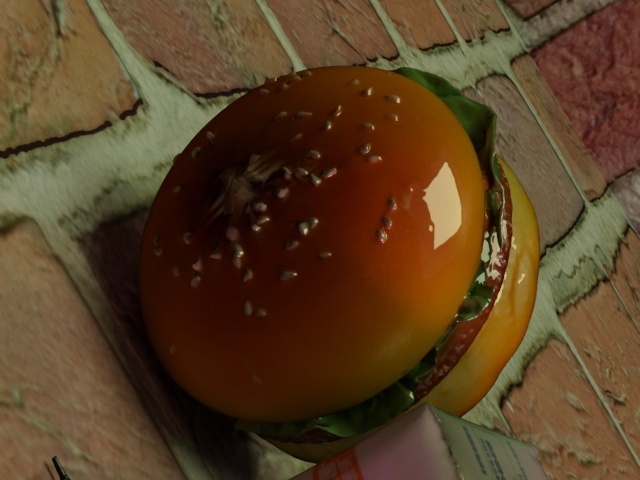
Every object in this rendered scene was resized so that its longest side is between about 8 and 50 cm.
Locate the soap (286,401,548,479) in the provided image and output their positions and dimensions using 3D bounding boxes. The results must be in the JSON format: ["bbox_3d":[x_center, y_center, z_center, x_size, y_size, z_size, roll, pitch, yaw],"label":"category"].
[{"bbox_3d":[0.041,0.211,0.975,0.138,0.182,0.199,29,34,-56],"label":"soap"}]

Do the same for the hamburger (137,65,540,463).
[{"bbox_3d":[-0.001,0.001,1.141,0.170,0.246,0.246,37,28,-47],"label":"hamburger"}]

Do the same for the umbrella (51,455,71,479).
[{"bbox_3d":[-0.101,0.158,0.953,0.022,0.013,0.122,-7,67,-49],"label":"umbrella"}]
